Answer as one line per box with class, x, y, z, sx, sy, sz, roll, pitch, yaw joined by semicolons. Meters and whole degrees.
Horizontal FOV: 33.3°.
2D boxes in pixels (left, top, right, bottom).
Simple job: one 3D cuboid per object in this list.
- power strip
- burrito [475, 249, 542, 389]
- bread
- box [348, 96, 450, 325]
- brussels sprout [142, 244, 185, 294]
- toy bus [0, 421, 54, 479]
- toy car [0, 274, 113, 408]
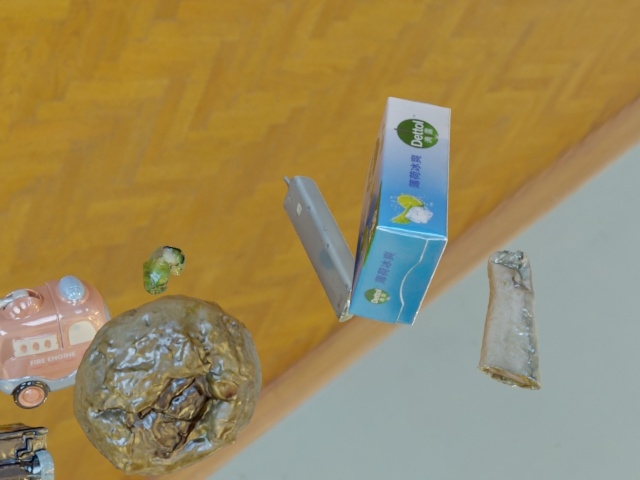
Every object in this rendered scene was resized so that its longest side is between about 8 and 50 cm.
power strip;0.000;0.000;1.339;0.027;0.253;0.060;-2;132;-24
burrito;0.258;0.109;1.463;0.087;0.226;0.060;-8;138;19
bread;-0.169;0.174;1.227;0.230;0.123;0.230;-18;131;-22
box;0.083;-0.031;1.107;0.073;0.194;0.139;11;137;-3
brussels sprout;-0.213;0.036;1.443;0.046;0.051;0.083;-29;-168;22
toy bus;-0.554;0.481;1.834;0.162;0.323;0.194;-3;180;-34
toy car;-0.514;0.173;2.051;0.270;0.180;0.212;-12;126;-21
